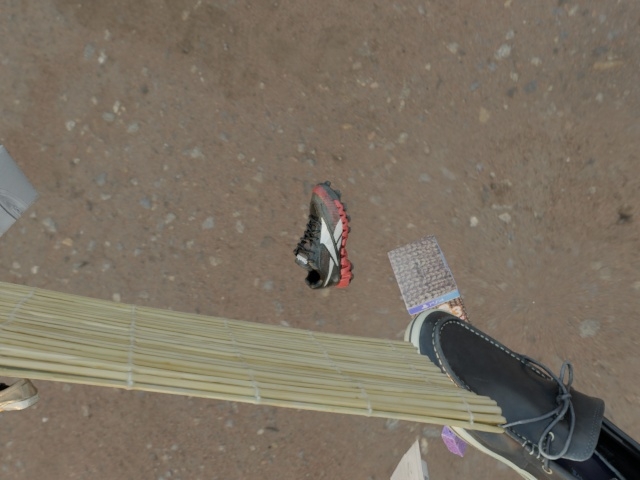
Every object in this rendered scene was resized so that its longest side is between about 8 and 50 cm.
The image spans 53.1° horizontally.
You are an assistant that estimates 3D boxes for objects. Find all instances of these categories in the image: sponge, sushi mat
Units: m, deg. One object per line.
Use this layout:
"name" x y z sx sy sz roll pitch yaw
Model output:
"sponge" 0.297 0.313 1.276 0.031 0.117 0.210 13 62 30
"sushi mat" -0.051 0.070 0.405 0.316 0.151 0.019 11 94 -19

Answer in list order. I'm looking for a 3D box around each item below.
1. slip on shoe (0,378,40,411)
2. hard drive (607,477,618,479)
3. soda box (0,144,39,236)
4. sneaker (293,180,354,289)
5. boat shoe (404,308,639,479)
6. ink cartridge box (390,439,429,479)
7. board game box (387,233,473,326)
"slip on shoe" -0.477 0.232 0.953 0.135 0.051 0.041 -13 101 28
"hard drive" 0.293 0.277 0.578 0.022 0.135 0.094 -30 49 14
"soda box" -0.512 -0.010 0.859 0.091 0.286 0.098 -8 126 22
"sneaker" 0.000 0.000 1.506 0.097 0.135 0.276 32 134 52
"boat shoe" 0.338 0.272 0.950 0.500 0.187 0.156 43 136 3
"ink cartridge box" 0.259 0.685 1.560 0.091 0.385 0.308 -2 57 -6
"board game box" 0.324 0.175 1.800 0.141 0.291 0.232 -23 38 8
